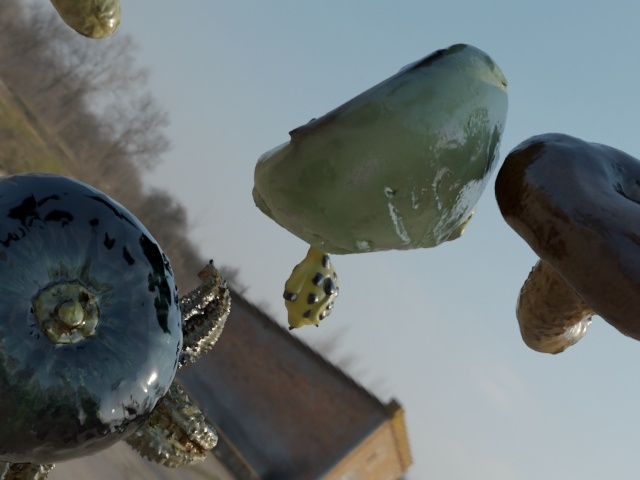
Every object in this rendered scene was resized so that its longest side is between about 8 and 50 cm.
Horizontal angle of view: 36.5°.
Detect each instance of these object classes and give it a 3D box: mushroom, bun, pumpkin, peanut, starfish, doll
[{"bbox_3d":[0.300,0.025,0.989,0.267,0.267,0.254,-149,-121,-64],"label":"mushroom"},{"bbox_3d":[0.080,-0.073,1.049,0.187,0.293,0.293,63,-10,-4],"label":"bun"},{"bbox_3d":[-0.219,0.061,0.759,0.233,0.233,0.163,52,-33,-10],"label":"pumpkin"},{"bbox_3d":[-0.144,-0.146,0.536,0.083,0.037,0.037,39,-7,-11],"label":"peanut"},{"bbox_3d":[-0.227,0.100,0.944,0.113,0.312,0.303,-51,-137,43],"label":"starfish"},{"bbox_3d":[-0.001,0.000,1.488,0.086,0.291,0.117,20,16,34],"label":"doll"}]
